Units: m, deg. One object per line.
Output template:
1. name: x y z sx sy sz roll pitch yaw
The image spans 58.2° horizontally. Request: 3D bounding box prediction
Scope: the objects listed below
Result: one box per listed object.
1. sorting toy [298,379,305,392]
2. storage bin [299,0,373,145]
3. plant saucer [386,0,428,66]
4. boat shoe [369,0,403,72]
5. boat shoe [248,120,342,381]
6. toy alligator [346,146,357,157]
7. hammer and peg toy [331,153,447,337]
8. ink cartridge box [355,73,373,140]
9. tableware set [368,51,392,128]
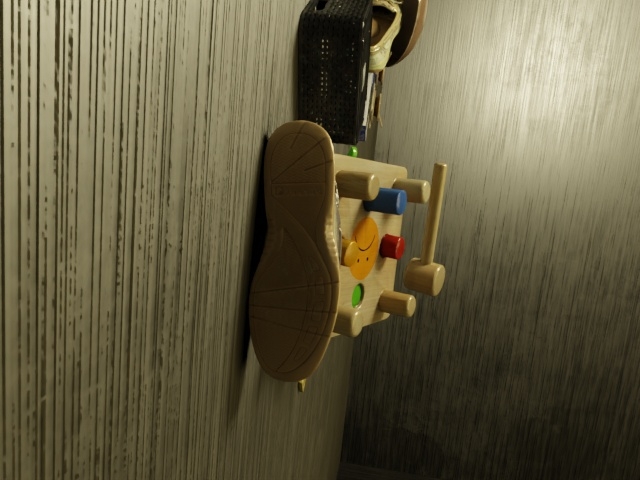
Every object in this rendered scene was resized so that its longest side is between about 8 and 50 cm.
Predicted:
1. sorting toy: -0.008 0.170 1.109 0.132 0.046 0.274 -70 166 -60
2. storage bin: 0.022 -0.237 0.805 0.122 0.084 0.180 -74 168 -51
3. plant saucer: 0.221 -0.642 1.600 0.310 0.050 0.310 178 -90 -71
4. boat shoe: 0.157 -0.563 1.470 0.089 0.105 0.285 88 12 -66
5. boat shoe: -0.020 0.013 0.654 0.092 0.103 0.285 -8 99 -78
6. toy alligator: 0.054 -0.120 1.320 0.051 0.056 0.189 15 -79 56
7. hammer and peg toy: 0.083 0.000 0.894 0.361 0.127 0.266 -5 103 -58
8. ink cartridge box: 0.112 -0.379 1.525 0.097 0.046 0.207 76 21 -74
9. tableware set: 0.164 -0.414 1.572 0.128 0.039 0.194 79 19 -79
